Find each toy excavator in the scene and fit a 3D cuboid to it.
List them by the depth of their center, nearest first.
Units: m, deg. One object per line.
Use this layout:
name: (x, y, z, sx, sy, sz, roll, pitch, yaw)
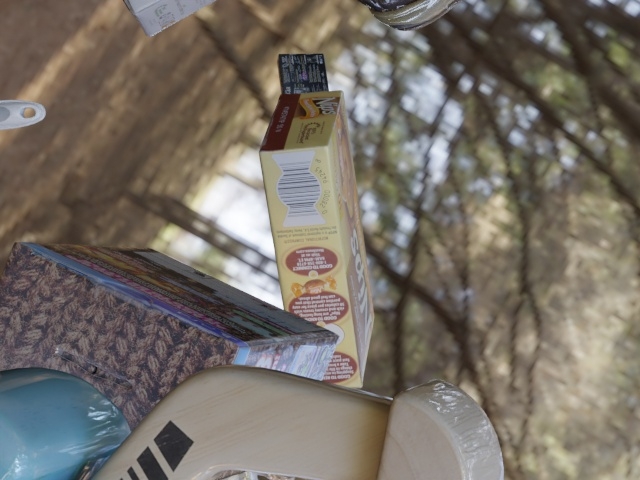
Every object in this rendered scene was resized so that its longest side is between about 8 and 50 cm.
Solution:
toy excavator: (-0.159, 0.182, 1.094, 0.445, 0.433, 0.222, -56, 163, 17)

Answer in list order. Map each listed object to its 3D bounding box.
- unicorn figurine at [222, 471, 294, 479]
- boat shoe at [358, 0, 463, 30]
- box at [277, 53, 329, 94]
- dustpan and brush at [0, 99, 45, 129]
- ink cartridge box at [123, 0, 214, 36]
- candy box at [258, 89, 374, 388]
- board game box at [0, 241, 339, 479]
unicorn figurine: (-0.124, 0.317, 2.108, 0.162, 0.111, 0.060, -36, -155, 3)
boat shoe: (0.119, -0.290, 1.457, 0.355, 0.130, 0.132, -26, -133, 52)
box: (-0.024, -0.226, 2.311, 0.018, 0.067, 0.083, 111, -26, -60)
dustpan and brush: (-0.307, -0.086, 1.206, 0.060, 0.211, 0.147, 146, -60, -84)
ink cartridge box: (-0.054, -0.350, 1.842, 0.371, 0.069, 0.176, -27, 180, -1)
candy box: (0.000, 0.000, 1.955, 0.183, 0.087, 0.316, -74, 159, -64)
board game box: (-0.149, 0.111, 1.533, 0.141, 0.232, 0.291, -68, 162, 6)
